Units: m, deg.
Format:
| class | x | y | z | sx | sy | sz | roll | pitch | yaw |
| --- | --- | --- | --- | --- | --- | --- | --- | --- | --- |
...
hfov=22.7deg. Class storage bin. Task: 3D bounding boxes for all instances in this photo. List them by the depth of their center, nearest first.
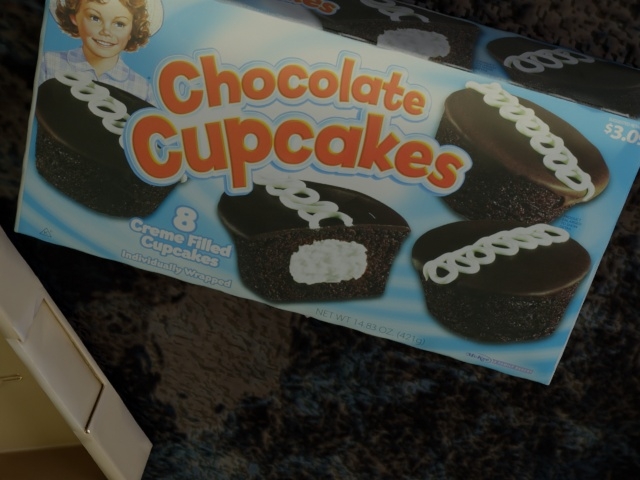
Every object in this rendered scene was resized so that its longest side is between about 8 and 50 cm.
| class | x | y | z | sx | sy | sz | roll | pitch | yaw |
| --- | --- | --- | --- | --- | --- | --- | --- | --- | --- |
| storage bin | -0.291 | 0.117 | 1.103 | 0.260 | 0.123 | 0.262 | -8 | 131 | 24 |

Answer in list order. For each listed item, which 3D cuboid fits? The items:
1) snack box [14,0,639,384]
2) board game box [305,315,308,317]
| class | x | y | z | sx | sy | sz | roll | pitch | yaw |
| --- | --- | --- | --- | --- | --- | --- | --- | --- | --- |
| snack box | 0.001 | -0.046 | 0.878 | 0.322 | 0.060 | 0.187 | 16 | 126 | 0 |
| board game box | 0.000 | 0.000 | 0.974 | 0.090 | 0.020 | 0.090 | -24 | 124 | 32 |
